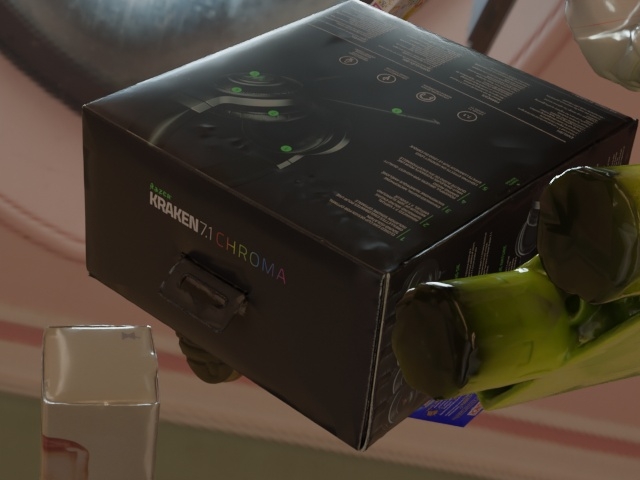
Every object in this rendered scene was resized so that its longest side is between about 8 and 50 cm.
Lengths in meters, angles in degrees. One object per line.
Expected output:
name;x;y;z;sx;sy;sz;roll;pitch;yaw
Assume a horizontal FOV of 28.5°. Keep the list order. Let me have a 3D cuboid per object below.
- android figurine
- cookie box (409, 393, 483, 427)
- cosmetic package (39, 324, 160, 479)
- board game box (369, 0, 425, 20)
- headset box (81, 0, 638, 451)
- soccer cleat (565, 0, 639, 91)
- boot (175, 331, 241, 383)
android figurine;0.164;0.001;0.489;0.272;0.248;0.056;-9;-111;-36
cookie box;0.132;0.156;1.359;0.107;0.092;0.040;15;-135;-27
cosmetic package;-0.262;0.259;1.465;0.129;0.296;0.153;2;-150;-12
board game box;0.085;-0.300;1.701;0.026;0.154;0.103;51;-151;8
headset box;0.018;-0.025;0.812;0.246;0.131;0.283;29;-140;30
soccer cleat;0.179;-0.103;0.658;0.068;0.076;0.196;-11;-147;-7
boot;-0.003;-0.001;1.120;0.269;0.089;0.236;0;-94;-45
